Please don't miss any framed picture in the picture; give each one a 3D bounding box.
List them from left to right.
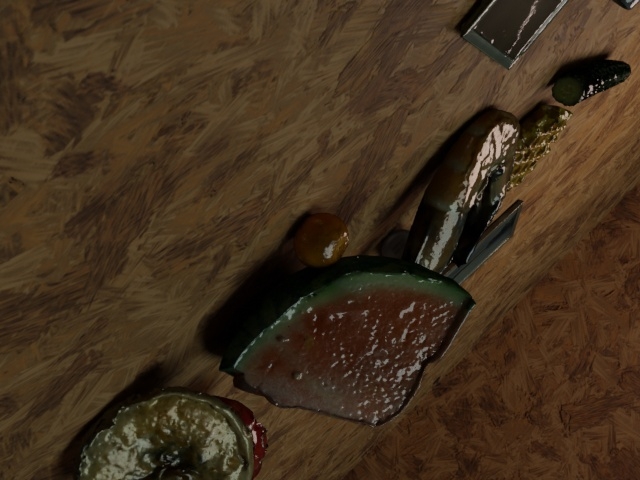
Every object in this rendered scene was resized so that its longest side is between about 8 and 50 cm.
[{"bbox_3d":[0.359,0.039,2.651,0.289,0.016,0.213,-41,163,-14],"label":"framed picture"},{"bbox_3d":[0.306,-0.355,1.607,0.231,0.018,0.293,-50,163,13],"label":"framed picture"}]

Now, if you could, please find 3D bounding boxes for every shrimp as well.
[{"bbox_3d":[0.228,-0.020,1.967,0.272,0.085,0.445,10,107,-62],"label":"shrimp"}]

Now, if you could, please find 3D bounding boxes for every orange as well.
[{"bbox_3d":[0.000,0.000,1.614,0.083,0.070,0.083,-47,154,-31],"label":"orange"}]

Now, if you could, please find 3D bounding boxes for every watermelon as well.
[{"bbox_3d":[0.000,0.124,1.660,0.222,0.319,0.292,22,95,-52],"label":"watermelon"}]

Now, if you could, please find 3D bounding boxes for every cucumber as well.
[{"bbox_3d":[0.522,-0.309,2.151,0.293,0.067,0.067,-26,154,-52],"label":"cucumber"}]

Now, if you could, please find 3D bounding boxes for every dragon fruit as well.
[{"bbox_3d":[-0.176,0.331,1.802,0.172,0.172,0.209,-52,166,21],"label":"dragon fruit"}]

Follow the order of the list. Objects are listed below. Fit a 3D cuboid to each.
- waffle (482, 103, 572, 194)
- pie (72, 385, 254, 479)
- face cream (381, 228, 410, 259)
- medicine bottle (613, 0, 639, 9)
[{"bbox_3d":[0.378,-0.169,2.149,0.253,0.056,0.249,-43,164,-1],"label":"waffle"},{"bbox_3d":[-0.222,0.329,1.622,0.274,0.055,0.274,-8,114,-17],"label":"pie"},{"bbox_3d":[0.157,0.030,2.078,0.084,0.057,0.198,-43,163,2],"label":"face cream"},{"bbox_3d":[0.518,-0.459,1.759,0.203,0.083,0.083,-51,163,10],"label":"medicine bottle"}]
